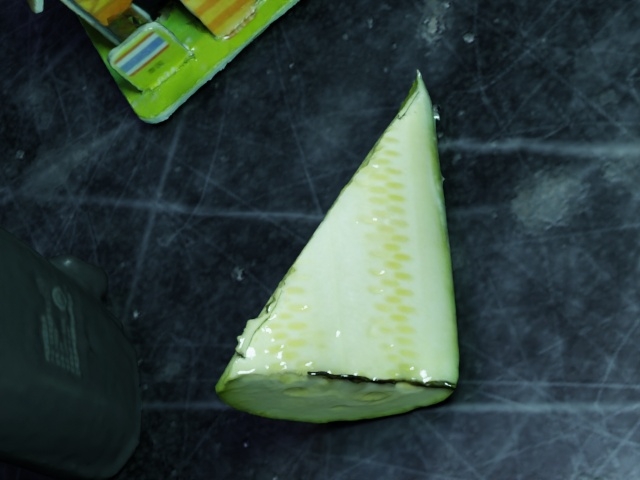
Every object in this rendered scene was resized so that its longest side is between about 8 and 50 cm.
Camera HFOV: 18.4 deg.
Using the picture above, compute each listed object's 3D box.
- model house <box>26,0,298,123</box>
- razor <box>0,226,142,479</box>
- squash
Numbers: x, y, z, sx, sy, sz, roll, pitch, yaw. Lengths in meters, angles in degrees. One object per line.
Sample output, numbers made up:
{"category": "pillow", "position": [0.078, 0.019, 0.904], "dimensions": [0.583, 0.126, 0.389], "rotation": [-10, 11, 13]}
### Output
{"category": "model house", "position": [-0.117, -0.321, 1.506], "dimensions": [0.357, 0.313, 0.242], "rotation": [-37, 57, 10]}
{"category": "razor", "position": [-0.258, 0.063, 1.406], "dimensions": [0.107, 0.327, 0.189], "rotation": [-26, 57, 26]}
{"category": "squash", "position": [0.000, 0.000, 1.413], "dimensions": [0.169, 0.093, 0.252], "rotation": [4, 63, -16]}
